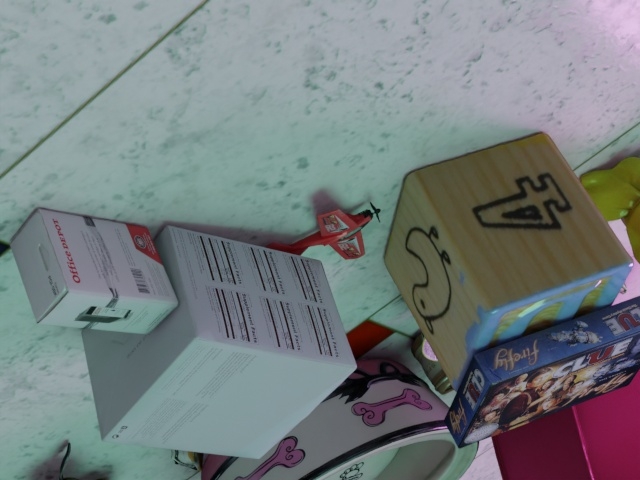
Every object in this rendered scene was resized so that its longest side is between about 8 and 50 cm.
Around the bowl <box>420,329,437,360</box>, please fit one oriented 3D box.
[{"bbox_3d":[0.191,0.077,1.620,0.170,0.080,0.170,-20,150,-12],"label":"bowl"}]

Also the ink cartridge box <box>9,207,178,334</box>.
[{"bbox_3d":[-0.216,0.032,1.186,0.135,0.099,0.056,11,134,-47],"label":"ink cartridge box"}]

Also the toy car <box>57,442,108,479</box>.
[{"bbox_3d":[-0.302,0.347,1.588,0.149,0.155,0.188,-14,136,-22],"label":"toy car"}]

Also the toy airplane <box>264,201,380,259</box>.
[{"bbox_3d":[0.000,0.000,1.389,0.151,0.028,0.151,-22,156,-11],"label":"toy airplane"}]

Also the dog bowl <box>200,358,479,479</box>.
[{"bbox_3d":[0.012,0.323,1.755,0.408,0.150,0.408,-23,151,-14],"label":"dog bowl"}]

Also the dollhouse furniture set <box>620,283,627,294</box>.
[{"bbox_3d":[0.386,0.017,1.691,0.058,0.076,0.152,-40,148,23],"label":"dollhouse furniture set"}]

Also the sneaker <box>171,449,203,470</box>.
[{"bbox_3d":[-0.184,0.299,1.722,0.037,0.031,0.083,-3,157,7],"label":"sneaker"}]

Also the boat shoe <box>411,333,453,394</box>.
[{"bbox_3d":[0.272,0.132,1.765,0.285,0.089,0.104,-23,151,-8],"label":"boat shoe"}]

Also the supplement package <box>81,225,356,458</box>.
[{"bbox_3d":[-0.111,0.114,1.322,0.203,0.149,0.194,14,133,-37],"label":"supplement package"}]

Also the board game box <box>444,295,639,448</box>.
[{"bbox_3d":[0.273,0.150,1.437,0.243,0.042,0.165,-17,149,-18],"label":"board game box"}]

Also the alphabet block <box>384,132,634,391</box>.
[{"bbox_3d":[0.209,0.025,1.431,0.194,0.197,0.192,-17,148,-19],"label":"alphabet block"}]

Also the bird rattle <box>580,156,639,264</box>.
[{"bbox_3d":[0.457,-0.085,1.589,0.253,0.143,0.207,-42,162,0],"label":"bird rattle"}]

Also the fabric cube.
[{"bbox_3d":[0.419,0.262,1.846,0.258,0.254,0.259,-14,178,-23],"label":"fabric cube"}]
